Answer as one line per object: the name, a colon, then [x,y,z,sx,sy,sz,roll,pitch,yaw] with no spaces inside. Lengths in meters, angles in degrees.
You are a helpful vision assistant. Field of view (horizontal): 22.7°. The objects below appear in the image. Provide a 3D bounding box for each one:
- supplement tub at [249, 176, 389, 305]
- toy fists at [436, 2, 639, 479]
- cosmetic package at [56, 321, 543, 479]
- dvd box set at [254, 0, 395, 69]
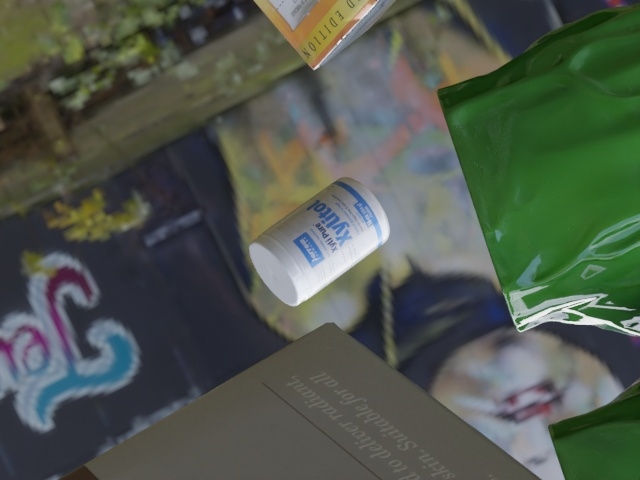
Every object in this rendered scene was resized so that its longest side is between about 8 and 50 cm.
supplement tub: [0.000,0.000,1.376,0.107,0.071,0.071,-37,-174,-21]
toy fists: [0.152,0.035,0.632,0.142,0.279,0.096,-18,159,7]
cosmetic package: [0.013,0.154,0.397,0.107,0.238,0.127,-27,-136,-28]
dvd box set: [-0.072,-0.319,0.907,0.062,0.420,0.307,-41,-179,-23]
